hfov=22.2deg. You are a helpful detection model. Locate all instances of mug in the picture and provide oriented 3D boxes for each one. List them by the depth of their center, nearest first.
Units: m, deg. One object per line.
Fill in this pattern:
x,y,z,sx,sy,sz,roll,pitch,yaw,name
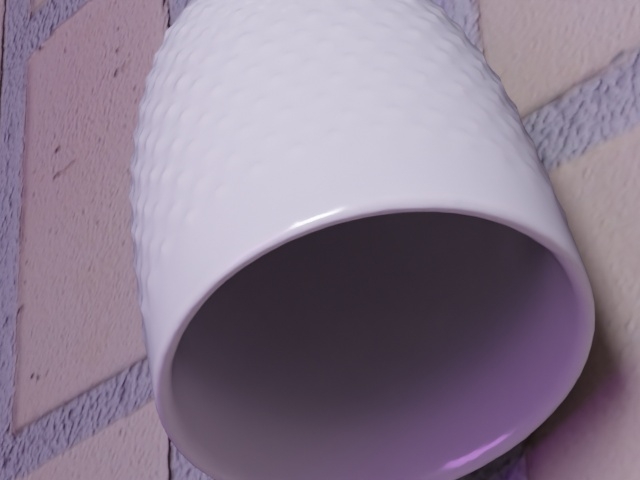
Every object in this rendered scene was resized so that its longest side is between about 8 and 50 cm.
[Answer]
0.000,0.000,1.132,0.328,0.276,0.374,-105,17,-44,mug
